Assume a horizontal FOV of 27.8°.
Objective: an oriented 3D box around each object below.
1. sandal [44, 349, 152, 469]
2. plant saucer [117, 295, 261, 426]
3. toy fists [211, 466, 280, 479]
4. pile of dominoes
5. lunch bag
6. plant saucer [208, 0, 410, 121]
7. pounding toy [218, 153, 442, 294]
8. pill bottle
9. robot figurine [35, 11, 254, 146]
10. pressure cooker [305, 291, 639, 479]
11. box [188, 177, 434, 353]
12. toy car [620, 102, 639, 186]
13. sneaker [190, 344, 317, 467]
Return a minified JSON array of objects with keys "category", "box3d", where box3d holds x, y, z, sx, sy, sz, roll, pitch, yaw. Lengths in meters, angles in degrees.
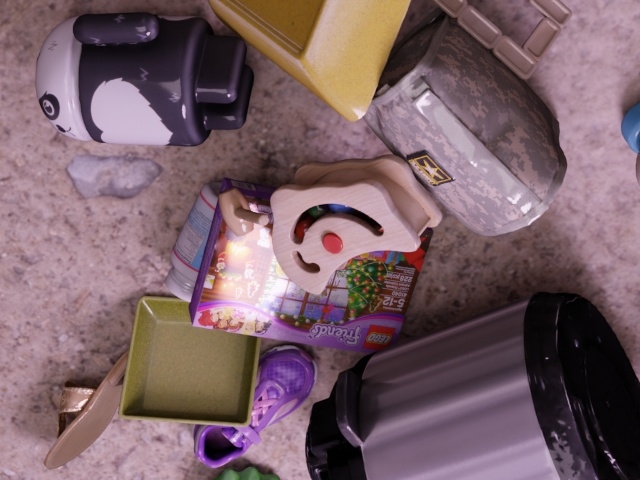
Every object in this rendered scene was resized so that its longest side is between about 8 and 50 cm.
[{"category":"sandal","box3d":[-0.344,0.228,1.922,0.240,0.088,0.079,-49,66,13]},{"category":"plant saucer","box3d":[-0.179,0.177,1.841,0.188,0.188,0.045,3,154,6]},{"category":"toy fists","box3d":[-0.060,0.451,1.940,0.279,0.096,0.142,39,108,-5]},{"category":"pile of dominoes","box3d":[0.209,-0.345,1.619,0.251,0.040,0.196,40,71,-8]},{"category":"lunch bag","box3d":[0.176,-0.142,1.597,0.169,0.287,0.235,-41,100,18]},{"category":"plant saucer","box3d":[-0.015,-0.358,1.541,0.081,0.333,0.333,3,118,-41]},{"category":"pounding toy","box3d":[0.000,0.000,1.596,0.269,0.155,0.154,-3,118,34]},{"category":"pill bottle","box3d":[-0.155,0.005,1.798,0.087,0.087,0.160,27,111,-3]},{"category":"robot figurine","box3d":[-0.232,-0.206,1.685,0.278,0.173,0.209,3,111,9]},{"category":"pressure cooker","box3d":[0.203,0.291,1.699,0.420,0.375,0.370,-21,90,25]},{"category":"box","box3d":[-0.014,0.041,1.760,0.293,0.057,0.201,10,112,-17]},{"category":"toy car","box3d":[0.539,-0.078,1.648,0.210,0.219,0.238,-37,129,18]},{"category":"sneaker","box3d":[-0.100,0.249,1.869,0.236,0.104,0.095,-42,98,17]}]
